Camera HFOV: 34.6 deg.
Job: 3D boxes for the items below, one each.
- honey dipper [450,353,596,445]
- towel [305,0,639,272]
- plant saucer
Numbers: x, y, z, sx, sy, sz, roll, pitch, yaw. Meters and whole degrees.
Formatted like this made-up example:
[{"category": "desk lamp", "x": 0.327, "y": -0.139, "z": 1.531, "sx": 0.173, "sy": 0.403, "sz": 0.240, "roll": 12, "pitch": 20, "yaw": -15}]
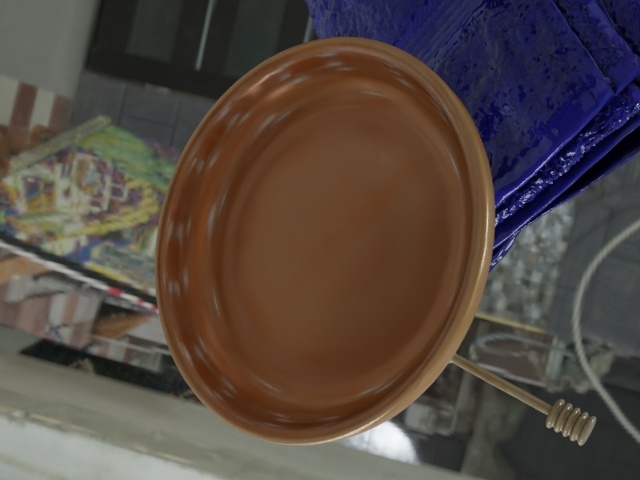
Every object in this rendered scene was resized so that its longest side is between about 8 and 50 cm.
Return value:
[{"category": "honey dipper", "x": 0.181, "y": 0.140, "z": 0.971, "sx": 0.030, "sy": 0.160, "sz": 0.030, "roll": -42, "pitch": 149, "yaw": -34}, {"category": "towel", "x": 0.081, "y": -0.144, "z": 0.645, "sx": 0.227, "sy": 0.076, "sz": 0.308, "roll": -44, "pitch": -129, "yaw": 36}, {"category": "plant saucer", "x": 0.000, "y": 0.000, "z": 0.509, "sx": 0.037, "sy": 0.200, "sz": 0.200, "roll": 18, "pitch": 85, "yaw": -52}]
